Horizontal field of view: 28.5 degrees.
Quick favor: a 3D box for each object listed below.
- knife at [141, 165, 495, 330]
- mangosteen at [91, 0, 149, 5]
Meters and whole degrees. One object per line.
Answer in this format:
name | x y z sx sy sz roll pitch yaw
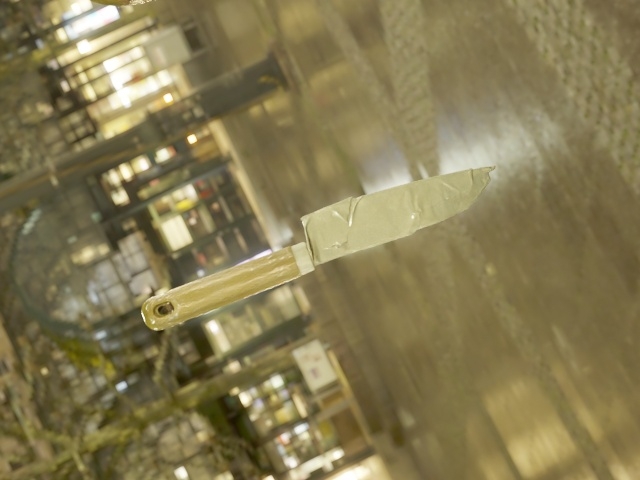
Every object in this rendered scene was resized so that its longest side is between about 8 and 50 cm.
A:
knife | 0.000 -0.001 0.976 0.017 0.297 0.047 74 176 -74
mangosteen | -0.040 -0.128 0.386 0.137 0.151 0.137 37 -146 -30
